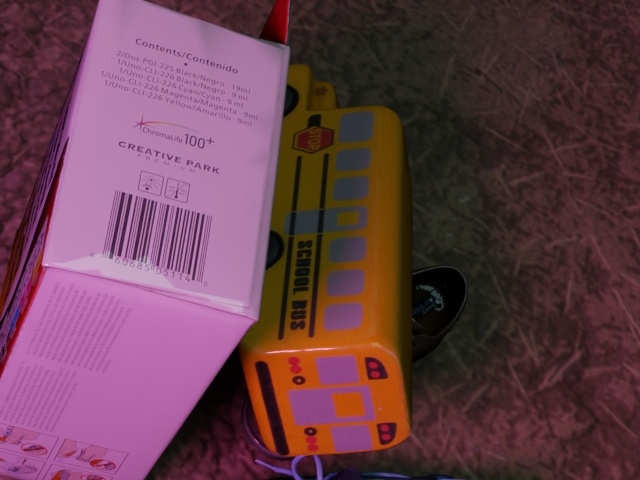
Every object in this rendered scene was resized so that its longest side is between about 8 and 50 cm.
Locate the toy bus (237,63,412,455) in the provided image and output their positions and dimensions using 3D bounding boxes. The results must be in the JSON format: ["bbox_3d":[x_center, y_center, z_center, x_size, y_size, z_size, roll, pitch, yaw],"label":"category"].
[{"bbox_3d":[0.000,0.000,1.146,0.130,0.108,0.333,-6,40,8],"label":"toy bus"}]

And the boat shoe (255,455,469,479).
[{"bbox_3d":[0.016,0.195,1.119,0.258,0.089,0.109,-7,64,-26],"label":"boat shoe"}]

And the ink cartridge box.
[{"bbox_3d":[-0.131,-0.009,1.043,0.130,0.309,0.272,15,56,-14],"label":"ink cartridge box"}]

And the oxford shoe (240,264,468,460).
[{"bbox_3d":[0.028,0.082,1.188,0.083,0.096,0.227,47,57,6],"label":"oxford shoe"}]
